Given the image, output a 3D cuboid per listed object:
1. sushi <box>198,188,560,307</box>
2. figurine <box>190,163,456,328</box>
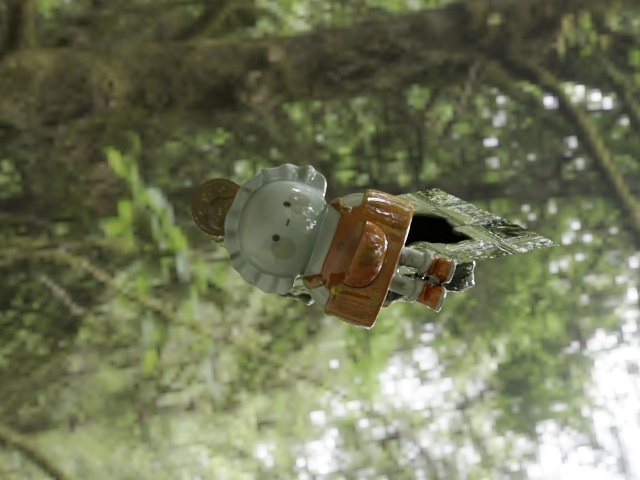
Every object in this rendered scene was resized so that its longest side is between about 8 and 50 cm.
[{"bbox_3d":[0.070,0.043,2.179,0.296,0.373,0.100,30,-54,57],"label":"sushi"},{"bbox_3d":[0.003,0.002,1.719,0.143,0.271,0.143,18,90,-75],"label":"figurine"}]
